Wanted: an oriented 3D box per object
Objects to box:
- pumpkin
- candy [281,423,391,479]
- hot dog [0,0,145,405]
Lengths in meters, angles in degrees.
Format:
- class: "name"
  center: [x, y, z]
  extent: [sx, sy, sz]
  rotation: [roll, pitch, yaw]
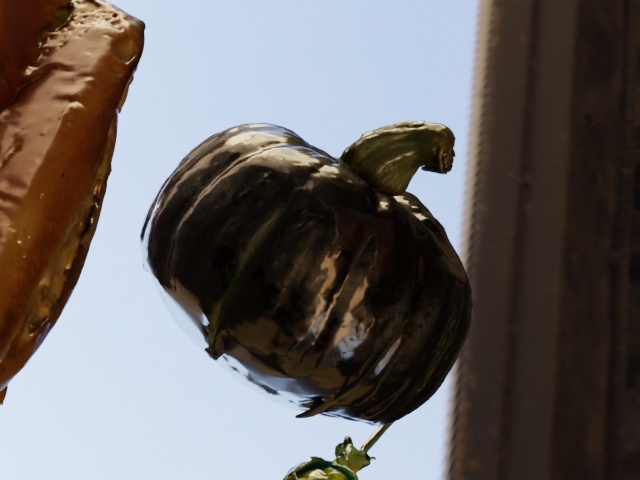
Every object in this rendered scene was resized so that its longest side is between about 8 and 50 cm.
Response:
- class: "pumpkin"
  center: [0.000, 0.000, 1.299]
  extent: [0.296, 0.296, 0.295]
  rotation: [-23, -126, 36]
- class: "candy"
  center: [0.034, 0.213, 1.502]
  extent: [0.077, 0.262, 0.073]
  rotation: [37, -59, 10]
- class: "hot dog"
  center: [-0.137, -0.026, 0.601]
  extent: [0.072, 0.115, 0.269]
  rotation: [-50, -165, 40]
